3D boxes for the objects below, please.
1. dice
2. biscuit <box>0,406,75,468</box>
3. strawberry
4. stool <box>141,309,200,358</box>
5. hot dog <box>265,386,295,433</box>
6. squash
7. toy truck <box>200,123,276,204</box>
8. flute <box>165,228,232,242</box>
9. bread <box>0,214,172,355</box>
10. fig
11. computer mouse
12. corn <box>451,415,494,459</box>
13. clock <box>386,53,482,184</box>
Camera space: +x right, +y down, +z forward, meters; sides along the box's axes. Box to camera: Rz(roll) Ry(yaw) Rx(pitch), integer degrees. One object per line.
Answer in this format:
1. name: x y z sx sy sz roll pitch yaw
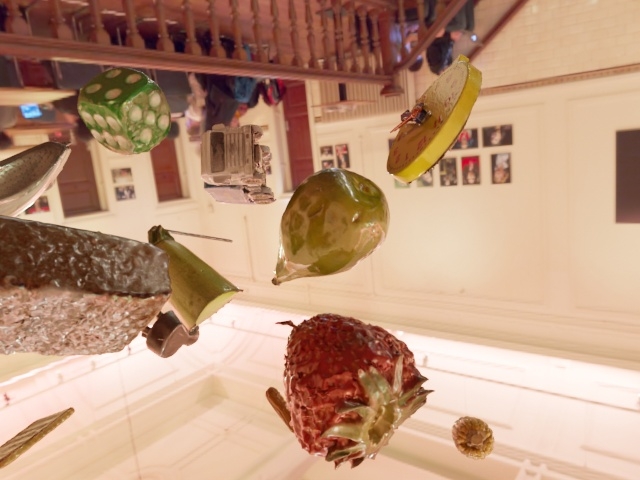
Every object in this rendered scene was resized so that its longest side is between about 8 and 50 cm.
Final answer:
1. dice: -0.385 -0.252 0.961 0.128 0.131 0.120 20 -125 21
2. biscuit: -0.799 0.541 1.302 0.172 0.029 0.254 -23 -174 20
3. strawberry: 0.026 0.266 0.987 0.291 0.293 0.343 -13 -149 -34
4. stool: -0.426 0.257 1.385 0.121 0.125 0.217 28 -178 16
5. hot dog: -0.105 0.506 1.446 0.045 0.071 0.165 -37 -117 -17
6. squash: -0.298 0.079 1.033 0.287 0.137 0.137 35 -148 28
7. toy truck: -0.212 -0.182 1.283 0.175 0.147 0.367 -4 171 -1
8. flute: -0.414 -0.014 1.686 0.014 0.014 0.269 4 175 44
9. bread: -0.374 0.043 0.478 0.416 0.113 0.165 12 142 -38
10. fig: 0.021 -0.002 1.078 0.232 0.315 0.233 20 -170 -4
11. computer mouse: -0.712 -0.114 1.099 0.371 0.122 0.188 -42 -157 -32
12. corn: 0.268 0.349 0.867 0.068 0.068 0.207 -4 160 11
13. clock: 0.225 -0.259 1.043 0.071 0.277 0.294 28 -145 -14
